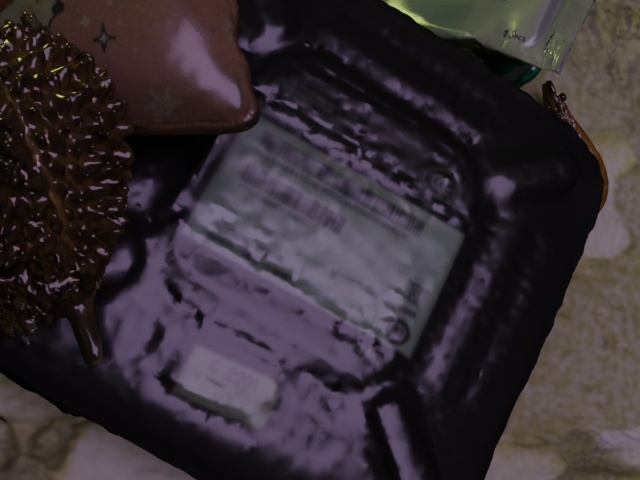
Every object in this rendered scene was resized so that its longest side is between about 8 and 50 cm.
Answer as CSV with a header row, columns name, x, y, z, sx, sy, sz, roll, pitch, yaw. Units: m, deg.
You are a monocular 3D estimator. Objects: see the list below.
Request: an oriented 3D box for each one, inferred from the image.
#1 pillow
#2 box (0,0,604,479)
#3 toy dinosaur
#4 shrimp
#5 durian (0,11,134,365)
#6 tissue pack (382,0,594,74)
name,x,y,z,sx,sy,sz,roll,pitch,yaw
pillow,-0.155,-0.152,0.464,0.236,0.084,0.223,-6,74,10
box,0.000,0.000,0.528,0.359,0.091,0.350,30,69,-7
toy dinosaur,0.160,-0.153,0.627,0.059,0.096,0.132,44,97,-6
shrimp,0.200,-0.073,0.668,0.091,0.025,0.127,-15,86,-23
durian,-0.159,-0.016,0.381,0.148,0.091,0.188,-24,101,8
tissue pack,0.114,-0.194,0.602,0.193,0.026,0.122,20,73,30
